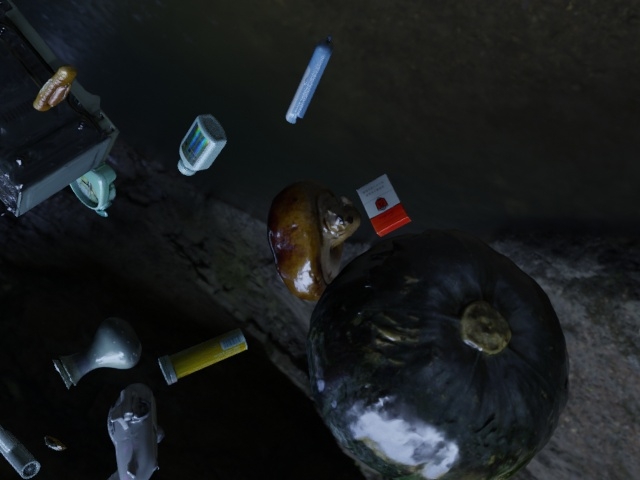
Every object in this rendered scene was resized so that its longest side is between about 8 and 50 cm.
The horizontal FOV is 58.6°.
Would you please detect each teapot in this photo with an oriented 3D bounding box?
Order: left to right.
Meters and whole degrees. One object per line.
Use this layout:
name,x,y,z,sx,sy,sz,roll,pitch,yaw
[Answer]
teapot,-0.716,0.366,1.839,0.183,0.251,0.183,39,144,36

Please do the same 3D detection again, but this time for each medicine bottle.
medicine bottle,-0.400,-0.303,1.881,0.229,0.083,0.121,-42,76,44
medicine bottle,-0.300,0.295,1.469,0.074,0.218,0.073,52,153,40

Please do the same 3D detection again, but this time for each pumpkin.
pumpkin,-0.827,0.634,1.771,0.083,0.028,0.050,15,154,29
pumpkin,0.196,0.195,0.981,0.455,0.454,0.344,33,145,-3

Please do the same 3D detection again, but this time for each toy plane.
toy plane,-0.418,0.436,1.272,0.118,0.251,0.252,-6,174,-7

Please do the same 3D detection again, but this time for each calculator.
calculator,-0.022,-0.359,1.274,0.039,0.210,0.121,24,-155,-9

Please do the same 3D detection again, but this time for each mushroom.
mushroom,0.000,0.000,1.556,0.260,0.345,0.345,-1,160,18

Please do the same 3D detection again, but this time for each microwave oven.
microwave oven,-0.653,-0.277,1.209,0.354,0.286,0.219,52,149,-9

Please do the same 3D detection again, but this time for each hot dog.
hot dog,-0.467,-0.269,1.013,0.137,0.044,0.028,-29,90,37

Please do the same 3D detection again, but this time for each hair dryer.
hair dryer,-0.688,0.416,1.221,0.155,0.044,0.183,17,136,37

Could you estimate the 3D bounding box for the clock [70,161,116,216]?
clock,-0.618,-0.153,1.541,0.148,0.060,0.188,37,140,11

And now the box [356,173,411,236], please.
box,0.179,-0.101,1.623,0.048,0.100,0.152,26,-143,-64
